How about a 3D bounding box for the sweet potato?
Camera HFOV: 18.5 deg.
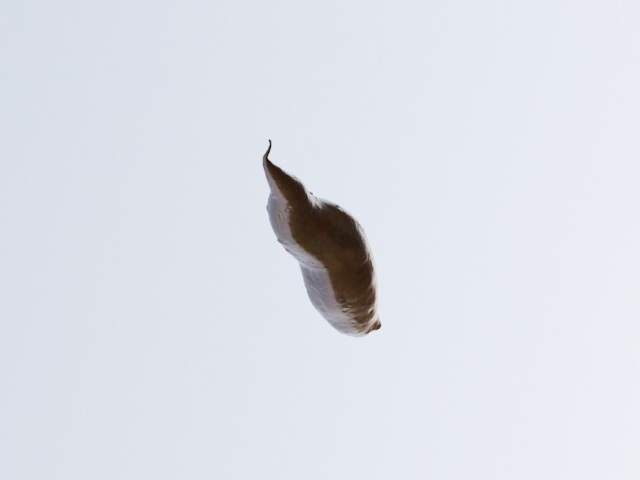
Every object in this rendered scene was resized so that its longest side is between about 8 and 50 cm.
[{"bbox_3d":[0.000,0.000,1.284,0.195,0.056,0.056,57,-134,-44],"label":"sweet potato"}]
